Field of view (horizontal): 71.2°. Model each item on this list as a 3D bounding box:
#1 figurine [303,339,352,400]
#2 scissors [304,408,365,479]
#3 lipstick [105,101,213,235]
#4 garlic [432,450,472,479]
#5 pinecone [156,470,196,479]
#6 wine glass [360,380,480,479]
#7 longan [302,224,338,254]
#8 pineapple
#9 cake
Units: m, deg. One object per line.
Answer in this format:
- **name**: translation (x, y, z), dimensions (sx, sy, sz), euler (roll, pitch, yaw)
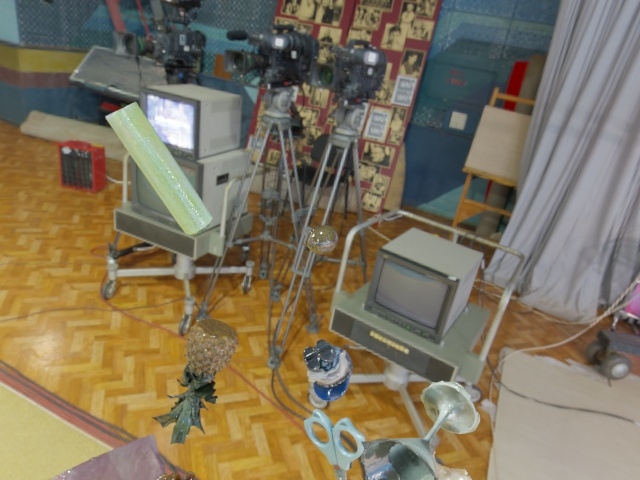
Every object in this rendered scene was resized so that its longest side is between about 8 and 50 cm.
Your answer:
- **figurine**: translation (0.005, 0.189, 0.693), dimensions (0.077, 0.136, 0.079), euler (-32, 47, -4)
- **scissors**: translation (0.056, 0.636, 1.237), dimensions (0.191, 0.360, 0.029), euler (0, 17, 34)
- **lipstick**: translation (-0.339, -0.146, 0.969), dimensions (0.076, 0.304, 0.076), euler (-23, 25, 11)
- **garlic**: translation (0.369, 0.711, 1.328), dimensions (0.099, 0.174, 0.124), euler (46, 51, -7)
- **pinecone**: translation (-0.145, 0.299, 0.446), dimensions (0.102, 0.102, 0.109), euler (-6, 34, -32)
- **wine glass**: translation (0.152, 0.282, 0.638), dimensions (0.122, 0.122, 0.183), euler (24, 30, 29)
- **longan**: translation (0.000, 0.000, 1.388), dimensions (0.113, 0.092, 0.113), euler (-15, 9, 2)
- **pineapple**: translation (-0.281, 0.312, 0.999), dimensions (0.130, 0.277, 0.119), euler (18, 11, -13)
- **cake**: translation (-0.622, 0.731, 1.279), dimensions (0.309, 0.237, 0.230), euler (4, 56, -58)
